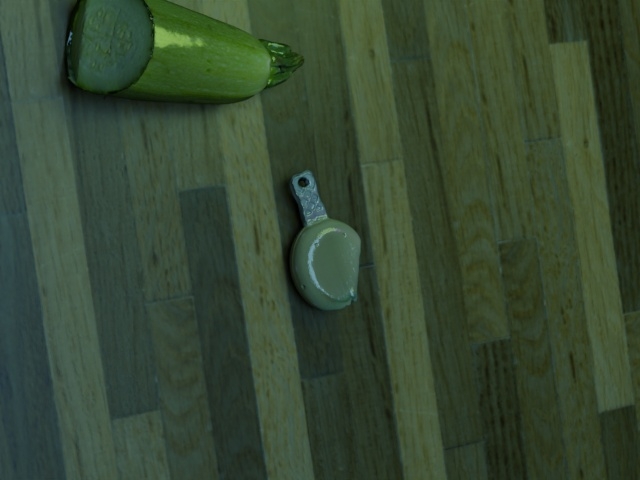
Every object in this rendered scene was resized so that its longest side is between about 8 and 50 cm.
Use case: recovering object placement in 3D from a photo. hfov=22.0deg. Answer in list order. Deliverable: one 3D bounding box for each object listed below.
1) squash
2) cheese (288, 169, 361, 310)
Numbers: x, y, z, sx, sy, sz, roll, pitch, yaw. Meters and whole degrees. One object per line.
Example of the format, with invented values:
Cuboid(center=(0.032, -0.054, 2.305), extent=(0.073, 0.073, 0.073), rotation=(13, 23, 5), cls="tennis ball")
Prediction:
Cuboid(center=(-0.139, -0.204, 1.898), extent=(0.287, 0.137, 0.137), rotation=(13, 83, -29), cls="squash")
Cuboid(center=(0.006, 0.000, 2.010), extent=(0.092, 0.047, 0.171), rotation=(-1, 88, -29), cls="cheese")
